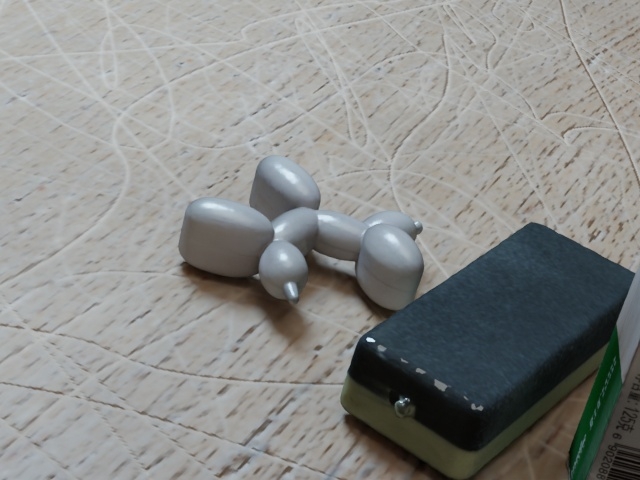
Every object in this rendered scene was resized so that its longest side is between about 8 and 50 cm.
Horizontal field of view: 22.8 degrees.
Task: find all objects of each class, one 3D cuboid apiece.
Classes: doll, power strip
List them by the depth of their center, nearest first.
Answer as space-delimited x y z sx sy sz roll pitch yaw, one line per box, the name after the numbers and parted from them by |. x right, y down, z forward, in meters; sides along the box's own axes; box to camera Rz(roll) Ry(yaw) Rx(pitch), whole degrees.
0.119 0.071 1.078 0.105 0.070 0.257 29 33 25 | power strip
0.000 0.000 1.142 0.160 0.059 0.161 29 34 21 | doll

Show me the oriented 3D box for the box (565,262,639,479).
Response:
0.242 0.094 0.969 0.135 0.199 0.081 15 31 -1 | box
